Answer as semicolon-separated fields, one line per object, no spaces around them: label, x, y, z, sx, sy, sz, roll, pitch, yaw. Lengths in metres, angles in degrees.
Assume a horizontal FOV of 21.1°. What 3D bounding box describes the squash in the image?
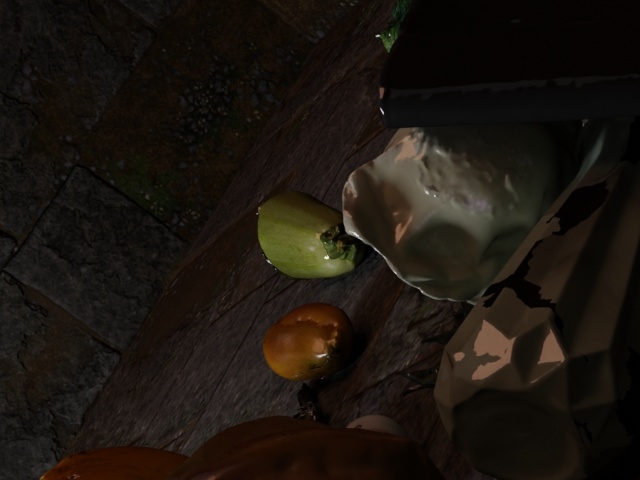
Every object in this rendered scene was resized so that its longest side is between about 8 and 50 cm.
squash;0.006;0.014;2.462;0.137;0.137;0.287;-55;23;-4

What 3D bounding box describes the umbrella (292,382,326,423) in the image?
umbrella;-0.017;0.213;2.126;0.269;0.044;0.044;-133;42;-85

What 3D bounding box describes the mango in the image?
mango;-0.004;0.131;2.182;0.159;0.084;0.105;2;55;51

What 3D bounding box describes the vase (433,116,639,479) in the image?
vase;0.216;0.038;1.391;0.165;0.165;0.360;-43;11;46

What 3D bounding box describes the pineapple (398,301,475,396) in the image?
pineapple;0.174;0.053;1.614;0.130;0.119;0.277;9;54;27

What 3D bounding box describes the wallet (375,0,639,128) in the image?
wallet;0.263;-0.179;1.453;0.406;0.062;0.228;-3;36;25

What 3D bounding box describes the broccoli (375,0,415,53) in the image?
broccoli;0.199;-0.209;2.082;0.294;0.265;0.245;-65;-21;-69

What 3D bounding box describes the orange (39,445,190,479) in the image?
orange;-0.188;0.372;1.680;0.340;0.293;0.340;25;-90;-87

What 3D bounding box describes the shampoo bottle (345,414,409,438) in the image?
shampoo bottle;0.049;0.241;1.645;0.074;0.074;0.192;-50;14;22

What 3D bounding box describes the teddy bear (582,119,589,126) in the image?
teddy bear;0.306;-0.194;1.695;0.267;0.151;0.236;-64;-10;-52

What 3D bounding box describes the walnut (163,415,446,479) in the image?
walnut;-0.026;0.290;1.270;0.344;0.306;0.306;-56;11;6

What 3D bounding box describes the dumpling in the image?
dumpling;0.147;-0.038;1.539;0.258;0.193;0.147;-32;-7;-24
